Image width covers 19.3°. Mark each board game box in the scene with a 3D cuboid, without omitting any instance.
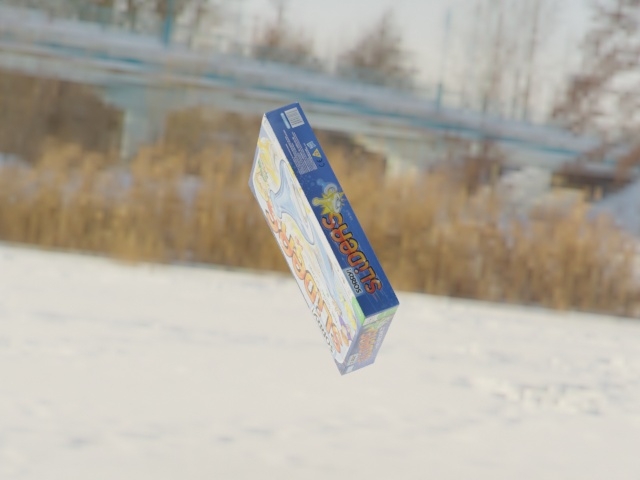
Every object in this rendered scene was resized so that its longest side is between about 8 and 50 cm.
[{"bbox_3d":[0.000,0.000,1.603,0.035,0.201,0.136,-20,-21,-16],"label":"board game box"}]
